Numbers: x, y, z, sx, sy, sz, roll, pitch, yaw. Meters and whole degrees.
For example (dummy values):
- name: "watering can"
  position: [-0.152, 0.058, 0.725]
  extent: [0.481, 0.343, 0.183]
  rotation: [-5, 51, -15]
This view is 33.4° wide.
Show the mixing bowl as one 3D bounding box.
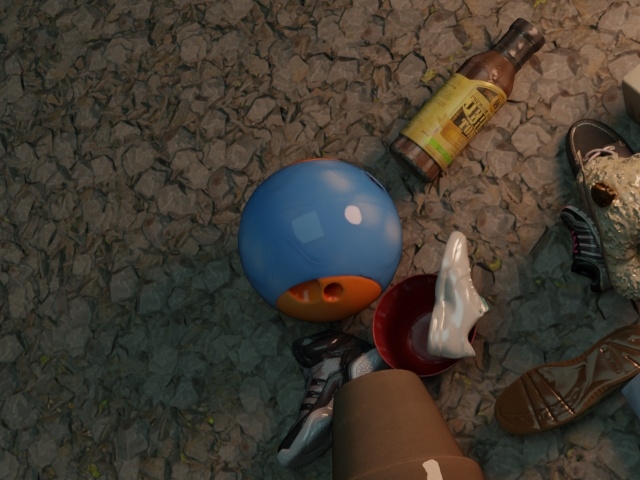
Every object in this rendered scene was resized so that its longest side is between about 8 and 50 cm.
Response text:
- name: "mixing bowl"
  position: [0.189, 0.156, 1.848]
  extent: [0.181, 0.098, 0.181]
  rotation: [-6, 70, 17]

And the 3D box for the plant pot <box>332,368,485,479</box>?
- name: "plant pot"
  position: [0.119, 0.340, 1.724]
  extent: [0.263, 0.263, 0.229]
  rotation: [-20, 59, 12]

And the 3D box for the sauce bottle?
- name: "sauce bottle"
  position: [0.274, -0.262, 1.962]
  extent: [0.111, 0.111, 0.344]
  rotation: [41, 90, 27]

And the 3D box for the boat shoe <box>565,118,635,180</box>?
- name: "boat shoe"
  position: [0.511, -0.082, 1.819]
  extent: [0.112, 0.095, 0.335]
  rotation: [-24, 65, 10]

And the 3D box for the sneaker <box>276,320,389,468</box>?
- name: "sneaker"
  position: [-0.011, 0.265, 1.883]
  extent: [0.153, 0.101, 0.268]
  rotation: [38, 81, 28]

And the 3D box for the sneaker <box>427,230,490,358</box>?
- name: "sneaker"
  position: [0.236, 0.092, 1.767]
  extent: [0.094, 0.080, 0.212]
  rotation: [8, 80, 10]

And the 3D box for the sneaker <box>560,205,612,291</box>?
- name: "sneaker"
  position: [0.450, 0.018, 1.823]
  extent: [0.075, 0.063, 0.170]
  rotation: [-31, 68, 0]

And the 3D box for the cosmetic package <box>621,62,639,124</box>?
- name: "cosmetic package"
  position: [0.656, -0.192, 1.777]
  extent: [0.129, 0.153, 0.296]
  rotation: [-43, 62, 2]

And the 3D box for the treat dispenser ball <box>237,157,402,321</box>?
- name: "treat dispenser ball"
  position: [0.000, 0.000, 1.866]
  extent: [0.288, 0.288, 0.288]
  rotation: [-7, 69, 18]

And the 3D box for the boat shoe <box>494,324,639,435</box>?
- name: "boat shoe"
  position: [0.422, 0.239, 1.743]
  extent: [0.285, 0.089, 0.104]
  rotation: [-28, 63, 11]

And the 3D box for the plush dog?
- name: "plush dog"
  position: [0.531, -0.068, 1.647]
  extent: [0.225, 0.210, 0.262]
  rotation: [-16, 61, 7]

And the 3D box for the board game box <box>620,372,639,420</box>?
- name: "board game box"
  position: [0.627, 0.259, 1.549]
  extent: [0.086, 0.308, 0.302]
  rotation: [-8, 56, -32]
